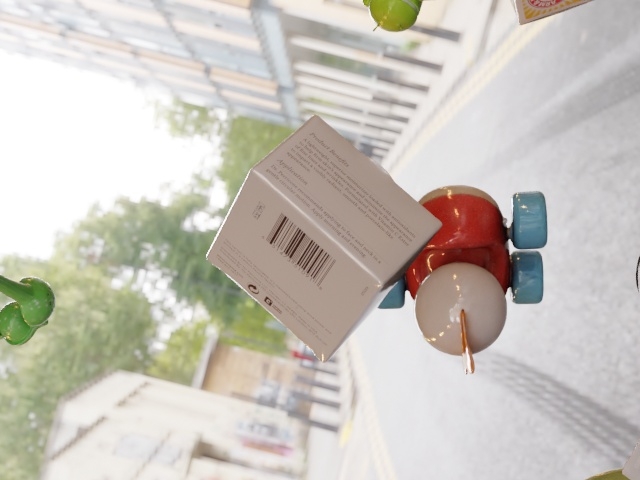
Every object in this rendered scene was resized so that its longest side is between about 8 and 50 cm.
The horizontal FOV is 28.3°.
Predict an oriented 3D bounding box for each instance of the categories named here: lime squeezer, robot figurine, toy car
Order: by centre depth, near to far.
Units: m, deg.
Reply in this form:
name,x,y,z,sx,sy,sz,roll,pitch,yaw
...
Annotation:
name,x,y,z,sx,sy,sz,roll,pitch,yaw
lime squeezer,-0.363,0.089,1.448,0.058,0.110,0.310,67,152,14
toy car,0.170,0.076,1.555,0.210,0.219,0.238,83,-172,-48
robot figurine,0.102,-0.322,1.651,0.067,0.101,0.115,38,-117,-45

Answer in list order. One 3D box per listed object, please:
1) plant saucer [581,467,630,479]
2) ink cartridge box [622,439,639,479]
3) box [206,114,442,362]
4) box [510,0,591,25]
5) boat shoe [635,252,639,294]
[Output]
name,x,y,z,sx,sy,sz,roll,pitch,yaw
plant saucer,0.380,0.383,1.630,0.037,0.241,0.241,-105,27,-64
ink cartridge box,0.423,0.206,1.258,0.189,0.232,0.066,-59,7,-7
box,0.000,0.000,1.343,0.119,0.181,0.182,-43,-9,-37
box,0.179,-0.285,1.010,0.203,0.103,0.114,60,-167,-59
boat shoe,0.518,0.048,1.132,0.156,0.500,0.186,-130,45,-85
